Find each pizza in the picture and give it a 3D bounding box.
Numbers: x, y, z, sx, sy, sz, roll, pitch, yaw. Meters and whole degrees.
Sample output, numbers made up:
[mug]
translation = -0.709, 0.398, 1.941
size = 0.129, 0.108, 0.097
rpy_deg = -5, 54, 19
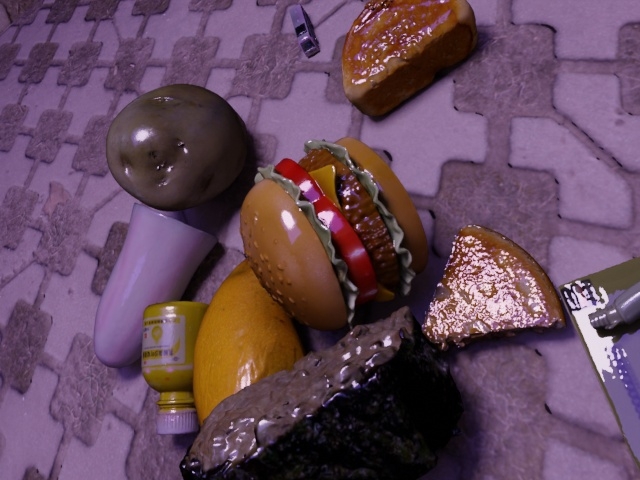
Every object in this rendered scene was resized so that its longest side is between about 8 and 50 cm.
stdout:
[pizza]
translation = 0.215, 0.080, 0.779
size = 0.193, 0.053, 0.201
rpy_deg = -34, 55, 11

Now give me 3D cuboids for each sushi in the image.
[sushi]
translation = 0.007, 0.224, 0.676
size = 0.350, 0.170, 0.211
rpy_deg = -29, 11, -16

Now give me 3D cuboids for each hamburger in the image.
[hamburger]
translation = 0.000, 0.000, 0.805
size = 0.212, 0.274, 0.274
rpy_deg = -30, 49, -14

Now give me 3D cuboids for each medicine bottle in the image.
[medicine bottle]
translation = -0.242, 0.217, 0.949
size = 0.122, 0.122, 0.212
rpy_deg = -11, 73, 27

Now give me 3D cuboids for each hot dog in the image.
[hot dog]
translation = 0.142, -0.353, 1.005
size = 0.257, 0.150, 0.153
rpy_deg = -34, 61, 13

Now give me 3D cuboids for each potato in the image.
[potato]
translation = -0.270, -0.192, 1.101
size = 0.243, 0.220, 0.326
rpy_deg = 2, 26, 12

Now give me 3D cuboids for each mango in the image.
[mango]
translation = -0.110, 0.185, 0.873
size = 0.187, 0.144, 0.359
rpy_deg = -22, 50, 15

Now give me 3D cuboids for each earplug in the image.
[earplug]
translation = -0.334, 0.099, 1.059
size = 0.172, 0.172, 0.301
rpy_deg = 19, 84, 38

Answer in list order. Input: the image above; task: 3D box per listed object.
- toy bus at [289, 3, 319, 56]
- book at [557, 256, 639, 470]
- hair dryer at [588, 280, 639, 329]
[toy bus]
translation = -0.037, -0.467, 1.235
size = 0.037, 0.052, 0.130
rpy_deg = -24, 55, 16
[book]
translation = 0.484, 0.093, 0.617
size = 0.352, 0.035, 0.239
rpy_deg = -23, 55, 19
[hair dryer]
translation = 0.462, -0.038, 0.632
size = 0.298, 0.119, 0.295
rpy_deg = -10, 52, 40
